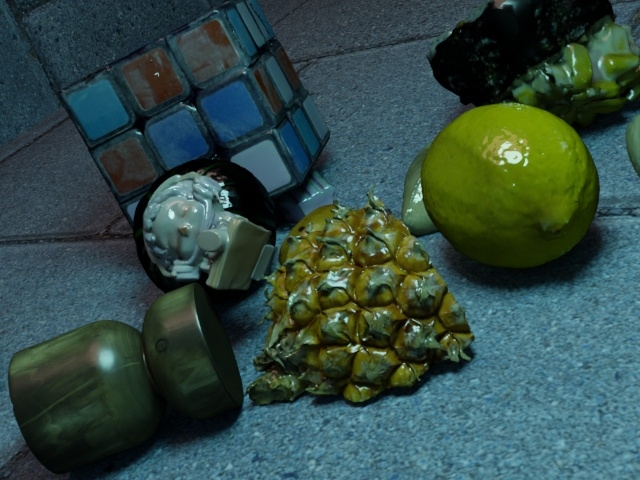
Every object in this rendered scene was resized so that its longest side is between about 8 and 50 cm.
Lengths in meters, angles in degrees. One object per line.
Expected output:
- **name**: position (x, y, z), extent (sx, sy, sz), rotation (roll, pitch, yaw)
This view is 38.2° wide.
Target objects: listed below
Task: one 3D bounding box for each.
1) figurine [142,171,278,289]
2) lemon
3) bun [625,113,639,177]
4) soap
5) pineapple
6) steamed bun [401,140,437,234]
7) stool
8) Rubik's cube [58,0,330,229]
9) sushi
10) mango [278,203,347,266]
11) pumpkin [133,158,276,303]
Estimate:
- **figurine**: position (-0.183, -0.011, 1.347), extent (0.236, 0.162, 0.141), rotation (29, 10, 38)
- **lemon**: position (0.260, -0.077, 1.290), extent (0.263, 0.236, 0.236), rotation (25, 49, 35)
- **bun**: position (0.572, -0.118, 1.124), extent (0.364, 0.202, 0.364), rotation (-15, -5, -1)
- **soap**: position (-0.032, -0.081, 1.742), extent (0.100, 0.056, 0.149), rotation (-28, 25, -7)
- **pineapple**: position (-0.004, 0.073, 1.221), extent (0.286, 0.209, 0.344), rotation (-28, 24, -13)
- **steamed bun**: position (0.235, -0.118, 1.541), extent (0.212, 0.110, 0.231), rotation (-14, 28, 16)
- **stool**: position (-0.257, 0.185, 1.241), extent (0.264, 0.179, 0.179), rotation (-21, 25, 2)
- **Rubik's cube**: position (-0.219, -0.232, 1.761), extent (0.362, 0.359, 0.363), rotation (-23, 17, 13)
- **sushi**: position (0.386, -0.316, 1.651), extent (0.328, 0.285, 0.328), rotation (-37, 7, -40)
- **mango**: position (0.002, -0.003, 1.468), extent (0.115, 0.090, 0.178), rotation (-54, -17, 22)
- **pumpkin**: position (-0.175, -0.009, 1.558), extent (0.248, 0.248, 0.248), rotation (-18, 25, 9)
